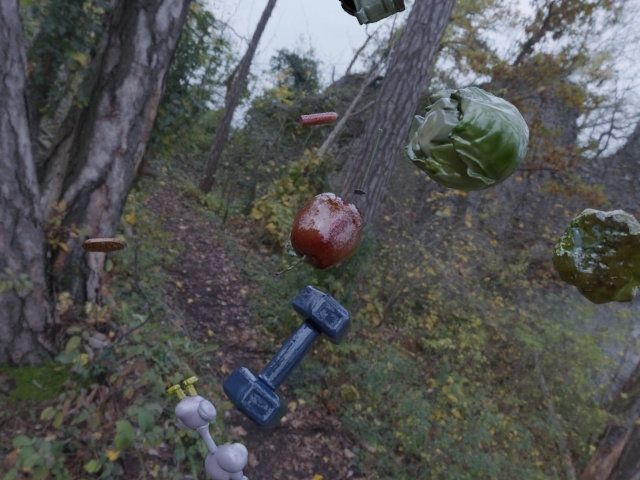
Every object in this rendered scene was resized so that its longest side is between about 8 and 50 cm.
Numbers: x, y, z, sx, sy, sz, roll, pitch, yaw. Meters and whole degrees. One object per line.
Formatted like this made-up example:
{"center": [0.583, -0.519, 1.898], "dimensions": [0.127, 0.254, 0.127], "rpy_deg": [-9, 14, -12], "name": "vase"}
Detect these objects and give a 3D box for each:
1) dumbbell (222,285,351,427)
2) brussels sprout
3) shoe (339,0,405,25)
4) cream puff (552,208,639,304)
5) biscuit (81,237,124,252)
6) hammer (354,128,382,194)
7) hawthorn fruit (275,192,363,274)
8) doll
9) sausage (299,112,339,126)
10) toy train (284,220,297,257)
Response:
{"center": [-0.070, 0.266, 0.969], "dimensions": [0.144, 0.325, 0.160], "rpy_deg": [35, -16, 24], "name": "dumbbell"}
{"center": [0.537, -0.344, 1.479], "dimensions": [0.361, 0.342, 0.425], "rpy_deg": [23, 23, -17], "name": "brussels sprout"}
{"center": [0.074, -0.521, 0.854], "dimensions": [0.103, 0.098, 0.275], "rpy_deg": [52, 10, -45], "name": "shoe"}
{"center": [0.826, 0.045, 1.198], "dimensions": [0.185, 0.282, 0.282], "rpy_deg": [9, 10, -41], "name": "cream puff"}
{"center": [-0.522, 0.015, 1.002], "dimensions": [0.091, 0.015, 0.078], "rpy_deg": [-5, -21, -10], "name": "biscuit"}
{"center": [0.144, -0.227, 1.203], "dimensions": [0.013, 0.199, 0.062], "rpy_deg": [17, 3, -24], "name": "hammer"}
{"center": [0.000, 0.000, 0.871], "dimensions": [0.162, 0.163, 0.203], "rpy_deg": [19, 50, 15], "name": "hawthorn fruit"}
{"center": [-0.330, 0.585, 1.241], "dimensions": [0.365, 0.160, 0.094], "rpy_deg": [56, 28, -5], "name": "doll"}
{"center": [0.000, -0.376, 1.287], "dimensions": [0.129, 0.034, 0.034], "rpy_deg": [-12, 17, -18], "name": "sausage"}
{"center": [-0.077, -0.015, 1.760], "dimensions": [0.080, 0.194, 0.125], "rpy_deg": [27, -10, -36], "name": "toy train"}
